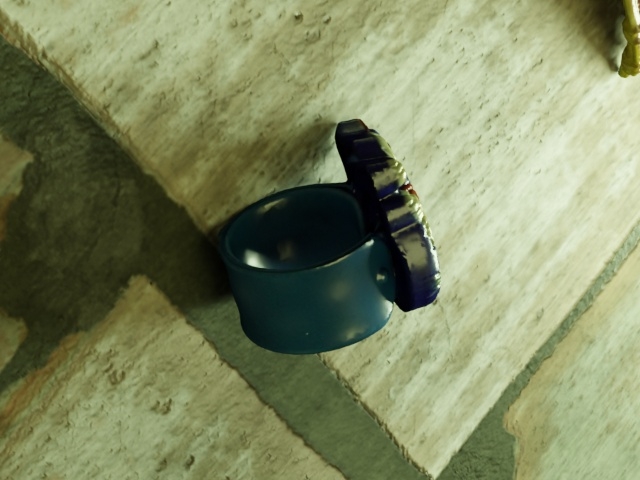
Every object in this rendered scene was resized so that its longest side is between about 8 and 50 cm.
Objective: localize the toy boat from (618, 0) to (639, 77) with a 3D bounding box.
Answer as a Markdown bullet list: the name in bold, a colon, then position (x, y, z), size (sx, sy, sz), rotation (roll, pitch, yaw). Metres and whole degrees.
- **toy boat**: position (0.333, -0.312, 1.850), size (0.141, 0.099, 0.318), rotation (-60, 139, -42)

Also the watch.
- **watch**: position (0.004, 0.008, 1.657), size (0.200, 0.196, 0.171), rotation (-21, 111, -7)
